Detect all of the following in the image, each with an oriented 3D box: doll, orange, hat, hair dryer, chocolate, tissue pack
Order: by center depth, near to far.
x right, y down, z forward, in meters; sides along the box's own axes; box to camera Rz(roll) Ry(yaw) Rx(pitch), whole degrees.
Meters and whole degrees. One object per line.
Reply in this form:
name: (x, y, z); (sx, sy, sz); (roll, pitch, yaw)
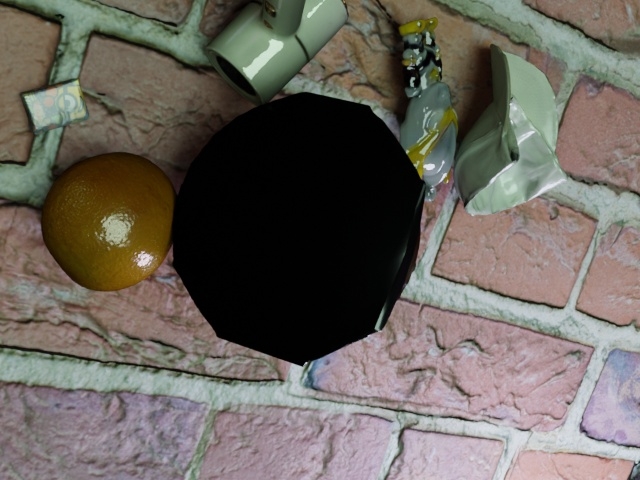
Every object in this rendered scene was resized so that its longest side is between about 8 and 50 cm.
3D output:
hair dryer: (-0.054, -0.328, 1.211); (0.128, 0.362, 0.203); (44, 82, 0)
tissue pack: (-0.381, -0.194, 1.246); (0.083, 0.035, 0.063); (-19, 114, -21)
orange: (-0.301, -0.030, 1.252); (0.206, 0.206, 0.206); (-9, 109, -26)
chocolate: (0.000, 0.000, 1.315); (0.384, 0.383, 0.331); (-61, 158, 0)
doll: (0.185, -0.223, 1.513); (0.103, 0.145, 0.316); (-5, 104, 11)
hat: (0.320, -0.203, 1.579); (0.258, 0.168, 0.301); (7, 77, -55)
